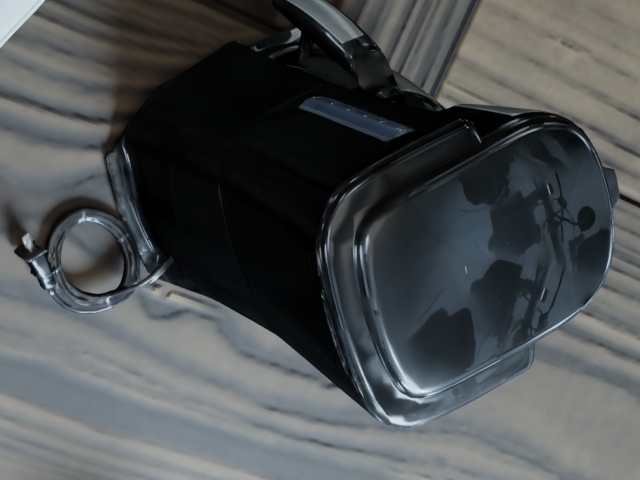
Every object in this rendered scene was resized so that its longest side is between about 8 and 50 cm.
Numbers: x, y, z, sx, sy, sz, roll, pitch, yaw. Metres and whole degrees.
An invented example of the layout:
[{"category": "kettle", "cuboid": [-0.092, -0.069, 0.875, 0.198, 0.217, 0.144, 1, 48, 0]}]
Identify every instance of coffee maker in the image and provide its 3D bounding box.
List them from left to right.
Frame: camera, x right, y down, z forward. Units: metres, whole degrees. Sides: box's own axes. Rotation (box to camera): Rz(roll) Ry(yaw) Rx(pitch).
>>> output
[{"category": "coffee maker", "cuboid": [0.000, 0.000, 0.720, 0.171, 0.178, 0.120, -47, 121, -7]}]

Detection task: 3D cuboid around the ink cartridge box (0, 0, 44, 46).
[{"category": "ink cartridge box", "cuboid": [-0.150, -0.228, 0.561, 0.384, 0.160, 0.279, -48, 123, -12]}]
